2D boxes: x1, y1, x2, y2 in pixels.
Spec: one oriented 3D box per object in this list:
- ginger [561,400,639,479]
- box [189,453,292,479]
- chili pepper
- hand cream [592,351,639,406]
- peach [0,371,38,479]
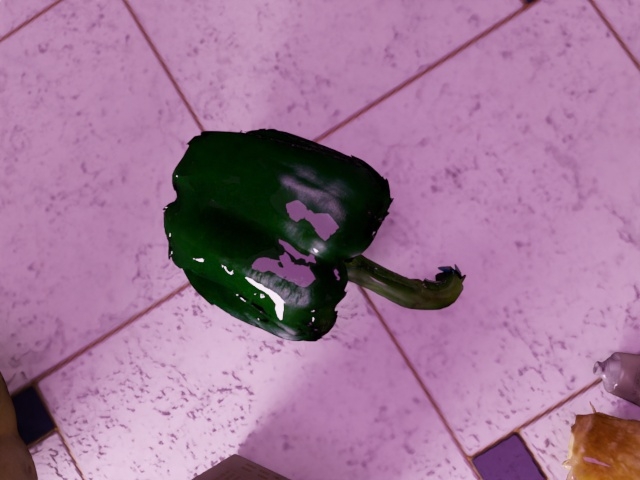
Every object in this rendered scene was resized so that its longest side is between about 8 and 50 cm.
[{"bbox_3d":[0.358,0.268,0.538,0.375,0.236,0.166,44,62,2],"label":"ginger"},{"bbox_3d":[-0.043,0.238,0.596,0.141,0.201,0.058,23,84,8],"label":"box"},{"bbox_3d":[0.000,0.000,0.637,0.261,0.165,0.174,21,76,7],"label":"chili pepper"},{"bbox_3d":[0.321,0.133,0.647,0.165,0.037,0.057,15,87,3],"label":"hand cream"},{"bbox_3d":[-0.392,0.202,0.632,0.292,0.247,0.292,7,112,19],"label":"peach"}]
